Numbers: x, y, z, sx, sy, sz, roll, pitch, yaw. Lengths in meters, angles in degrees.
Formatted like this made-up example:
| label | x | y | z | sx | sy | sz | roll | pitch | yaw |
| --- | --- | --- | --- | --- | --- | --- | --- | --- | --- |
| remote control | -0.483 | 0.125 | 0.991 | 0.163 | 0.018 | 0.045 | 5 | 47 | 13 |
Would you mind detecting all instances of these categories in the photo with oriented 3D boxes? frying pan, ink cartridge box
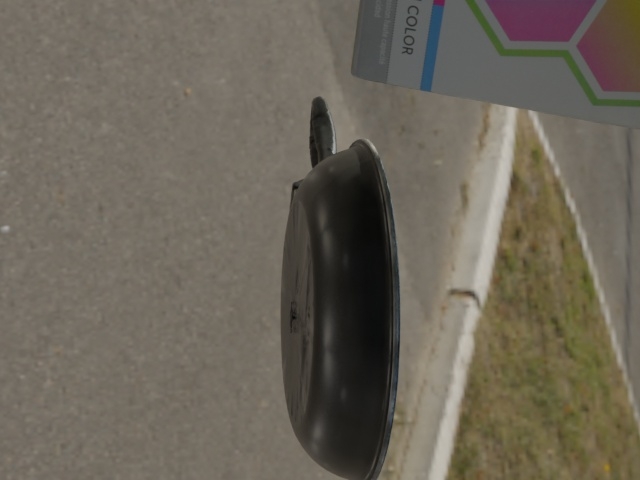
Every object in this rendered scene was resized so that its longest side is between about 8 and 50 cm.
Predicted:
| label | x | y | z | sx | sy | sz | roll | pitch | yaw |
| --- | --- | --- | --- | --- | --- | --- | --- | --- | --- |
| frying pan | 0.005 | -0.014 | 0.678 | 0.197 | 0.053 | 0.326 | 106 | -18 | -56 |
| ink cartridge box | 0.122 | -0.102 | 0.423 | 0.062 | 0.209 | 0.109 | -68 | 167 | -54 |
